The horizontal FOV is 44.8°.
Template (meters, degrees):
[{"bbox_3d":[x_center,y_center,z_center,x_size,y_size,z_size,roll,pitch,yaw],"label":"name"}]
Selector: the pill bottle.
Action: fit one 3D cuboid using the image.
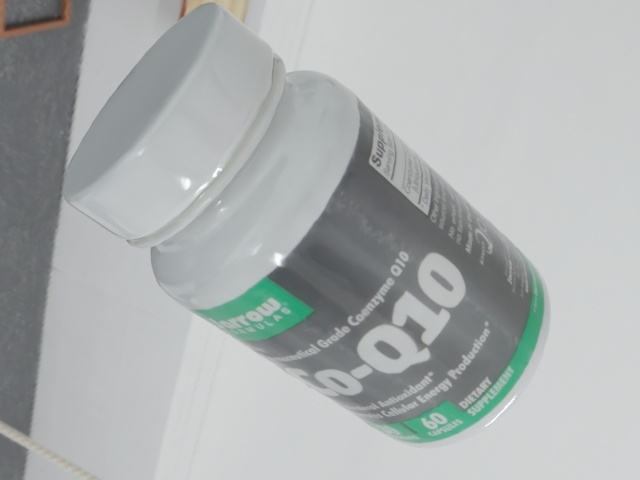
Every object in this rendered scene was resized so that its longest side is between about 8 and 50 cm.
[{"bbox_3d":[0.000,0.000,0.611,0.361,0.204,0.204,37,71,-28],"label":"pill bottle"}]
